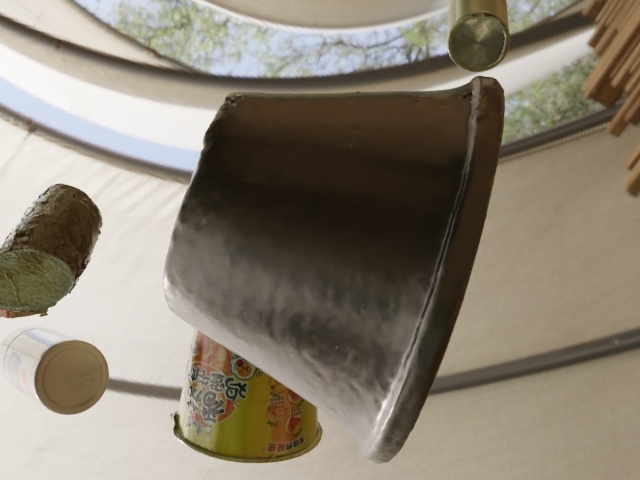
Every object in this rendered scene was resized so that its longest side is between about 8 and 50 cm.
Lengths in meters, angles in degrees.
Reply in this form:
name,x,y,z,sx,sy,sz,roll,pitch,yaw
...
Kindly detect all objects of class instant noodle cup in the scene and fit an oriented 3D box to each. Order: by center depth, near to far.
name,x,y,z,sx,sy,sz,roll,pitch,yaw
instant noodle cup,-0.112,0.226,1.310,0.264,0.200,0.264,7,-169,-1

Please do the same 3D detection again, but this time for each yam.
name,x,y,z,sx,sy,sz,roll,pitch,yaw
yam,-0.329,0.003,0.949,0.107,0.107,0.183,20,-147,-11

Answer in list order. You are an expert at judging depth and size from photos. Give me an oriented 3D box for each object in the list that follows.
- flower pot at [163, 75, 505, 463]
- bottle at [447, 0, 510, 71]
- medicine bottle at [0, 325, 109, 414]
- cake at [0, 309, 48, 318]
name,x,y,z,sx,sy,sz,roll,pitch,yaw
flower pot,0.000,0.000,0.744,0.251,0.379,0.379,18,-145,0
bottle,0.194,-0.281,0.956,0.072,0.072,0.201,23,-142,-6
medicine bottle,-0.509,0.230,1.442,0.130,0.130,0.341,0,-179,-34
cake,-0.594,0.084,1.381,0.225,0.090,0.109,4,-175,24
